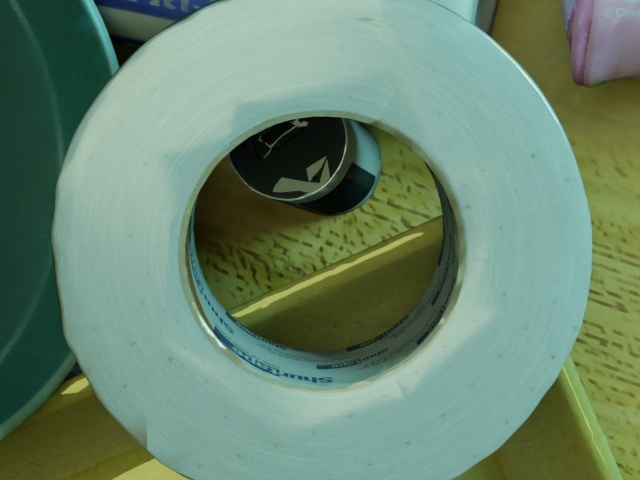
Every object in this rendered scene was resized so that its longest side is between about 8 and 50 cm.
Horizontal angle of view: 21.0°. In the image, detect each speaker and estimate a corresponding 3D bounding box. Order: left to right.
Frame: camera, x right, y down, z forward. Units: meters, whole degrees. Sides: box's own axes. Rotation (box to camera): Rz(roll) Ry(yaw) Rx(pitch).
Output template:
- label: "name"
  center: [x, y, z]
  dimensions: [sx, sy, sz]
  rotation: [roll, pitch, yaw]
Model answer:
- label: "speaker"
  center: [-0.005, -0.042, 0.823]
  dimensions: [0.055, 0.136, 0.055]
  rotation: [0, 87, 8]

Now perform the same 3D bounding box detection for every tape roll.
- label: "tape roll"
  center: [0.000, 0.000, 0.722]
  dimensions: [0.219, 0.072, 0.219]
  rotation: [0, 99, -2]

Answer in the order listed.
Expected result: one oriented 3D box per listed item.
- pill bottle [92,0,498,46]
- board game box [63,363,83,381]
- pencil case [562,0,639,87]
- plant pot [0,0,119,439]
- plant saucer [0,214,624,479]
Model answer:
- label: "pill bottle"
  center: [-0.048, -0.162, 0.827]
  dimensions: [0.272, 0.152, 0.152]
  rotation: [13, 90, 9]
- label: "board game box"
  center: [-0.160, 0.127, 0.886]
  dimensions: [0.170, 0.048, 0.141]
  rotation: [19, 92, 9]
- label: "pencil case"
  center: [0.251, -0.122, 0.798]
  dimensions: [0.284, 0.124, 0.124]
  rotation: [4, 88, 10]
- label: "plant pot"
  center: [-0.271, -0.033, 0.785]
  dimensions: [0.255, 0.272, 0.271]
  rotation: [-2, 87, 45]
- label: "plant saucer"
  center: [-0.006, 0.194, 0.814]
  dimensions: [0.333, 0.081, 0.332]
  rotation: [-23, 93, -1]
